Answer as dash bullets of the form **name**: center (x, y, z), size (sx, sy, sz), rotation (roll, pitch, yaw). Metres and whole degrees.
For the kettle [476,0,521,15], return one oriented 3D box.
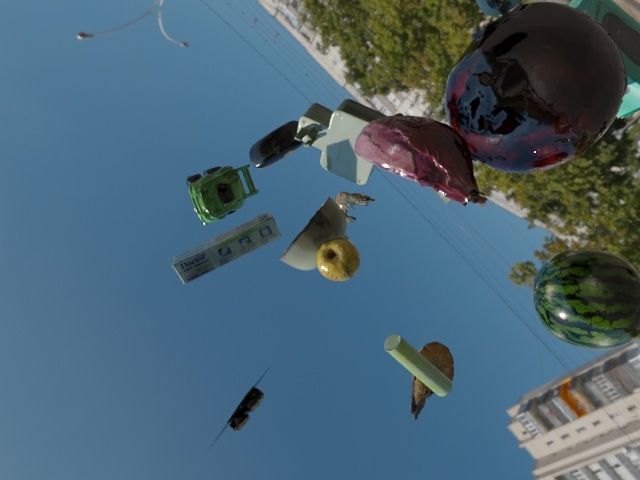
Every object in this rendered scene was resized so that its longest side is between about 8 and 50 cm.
- **kettle**: center (0.489, -0.780, 1.192), size (0.255, 0.165, 0.240), rotation (27, -116, -44)

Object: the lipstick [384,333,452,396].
- **lipstick**: center (0.342, 0.433, 1.436), size (0.304, 0.076, 0.076), rotation (43, -148, -21)

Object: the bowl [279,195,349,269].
- **bowl**: center (0.000, 0.000, 1.802), size (0.185, 0.354, 0.354), rotation (38, -145, -2)

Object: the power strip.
- **power strip**: center (0.053, -0.303, 1.265), size (0.261, 0.229, 0.141), rotation (26, -128, 7)

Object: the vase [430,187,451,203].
- **vase**: center (0.312, -0.203, 1.221), size (0.219, 0.096, 0.096), rotation (42, -144, 6)

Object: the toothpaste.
- **toothpaste**: center (-0.292, 0.020, 1.311), size (0.336, 0.081, 0.067), rotation (-26, -149, -9)

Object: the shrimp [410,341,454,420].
- **shrimp**: center (0.440, 0.562, 1.661), size (0.164, 0.062, 0.317), rotation (17, -99, 3)

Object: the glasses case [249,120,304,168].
- **glasses case**: center (-0.205, -0.445, 1.953), size (0.082, 0.321, 0.122), rotation (-6, -105, -60)

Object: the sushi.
- **sushi**: center (-0.195, 0.448, 1.099), size (0.040, 0.210, 0.193), rotation (35, -166, 7)

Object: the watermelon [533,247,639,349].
- **watermelon**: center (0.752, 0.159, 1.173), size (0.285, 0.285, 0.285), rotation (23, -142, -20)

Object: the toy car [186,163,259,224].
- **toy car**: center (-0.417, -0.210, 1.787), size (0.359, 0.176, 0.213), rotation (-58, -47, -68)

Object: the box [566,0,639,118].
- **box**: center (0.797, -0.517, 1.158), size (0.311, 0.118, 0.205), rotation (28, -106, -14)

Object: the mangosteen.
- **mangosteen**: center (0.498, -0.367, 0.996), size (0.381, 0.381, 0.421), rotation (38, -122, 0)

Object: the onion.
- **onion**: center (0.215, -0.168, 0.808), size (0.227, 0.120, 0.283), rotation (-7, -145, -43)

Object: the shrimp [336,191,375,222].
- **shrimp**: center (0.179, -0.170, 2.178), size (0.058, 0.296, 0.169), rotation (-22, -70, -32)

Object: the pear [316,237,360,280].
- **pear**: center (0.071, 0.075, 1.582), size (0.178, 0.178, 0.178), rotation (23, -142, -20)
